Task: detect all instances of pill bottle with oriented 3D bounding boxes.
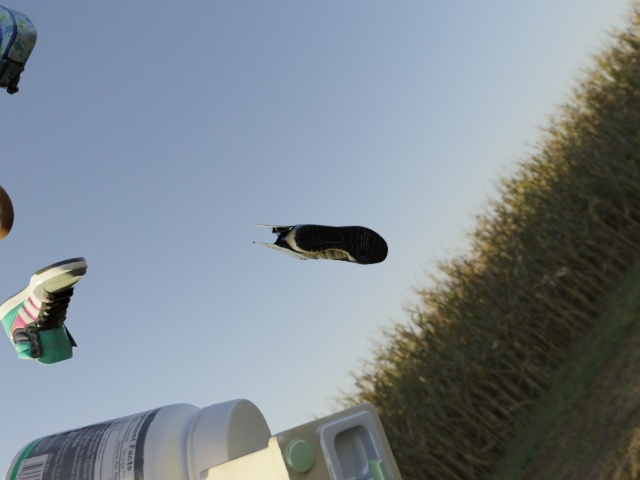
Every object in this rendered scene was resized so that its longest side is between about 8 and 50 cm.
[{"bbox_3d":[-0.260,0.357,0.994,0.361,0.204,0.204,-16,-7,14],"label":"pill bottle"}]

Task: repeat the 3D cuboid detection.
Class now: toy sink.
[{"bbox_3d":[-0.002,0.269,0.752,0.153,0.131,0.234,-7,-19,-43],"label":"toy sink"}]

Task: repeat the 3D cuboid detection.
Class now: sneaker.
[{"bbox_3d":[0.000,0.003,0.919,0.089,0.170,0.051,172,105,-65],"label":"sneaker"},{"bbox_3d":[-0.572,0.169,1.440,0.295,0.178,0.124,-34,-12,33],"label":"sneaker"}]

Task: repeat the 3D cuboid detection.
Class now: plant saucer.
[{"bbox_3d":[-0.815,-0.069,1.609,0.168,0.168,0.029,-57,0,17],"label":"plant saucer"}]

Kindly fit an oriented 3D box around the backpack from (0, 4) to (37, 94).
[{"bbox_3d":[-0.508,-0.310,1.063,0.114,0.105,0.084,-53,-27,14],"label":"backpack"}]
